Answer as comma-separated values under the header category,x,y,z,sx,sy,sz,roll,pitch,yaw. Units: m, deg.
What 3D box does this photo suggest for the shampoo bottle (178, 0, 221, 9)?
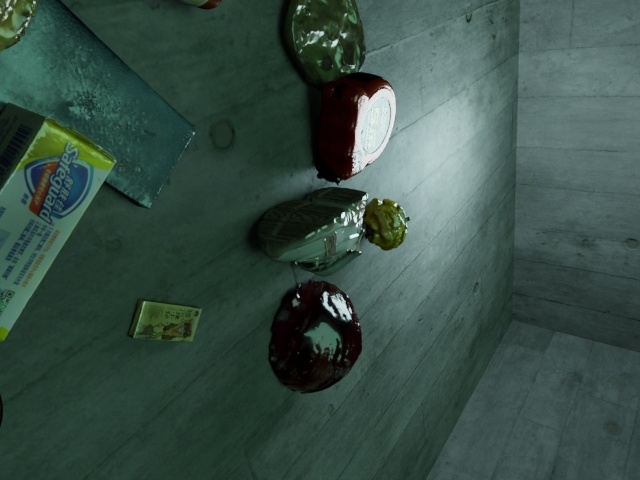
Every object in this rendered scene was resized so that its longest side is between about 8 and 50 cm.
category,x,y,z,sx,sy,sz,roll,pitch,yaw
shampoo bottle,-0.275,-0.442,0.716,0.278,0.104,0.104,-11,108,-52

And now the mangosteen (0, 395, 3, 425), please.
category,x,y,z,sx,sy,sz,roll,pitch,yaw
mangosteen,-0.482,0.231,0.589,0.152,0.152,0.152,-19,114,-50

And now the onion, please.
category,x,y,z,sx,sy,sz,roll,pitch,yaw
onion,0.000,0.268,1.251,0.280,0.146,0.314,35,75,-47

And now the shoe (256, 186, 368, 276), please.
category,x,y,z,sx,sy,sz,roll,pitch,yaw
shoe,0.002,0.001,1.154,0.351,0.172,0.198,-29,124,-44

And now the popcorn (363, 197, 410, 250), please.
category,x,y,z,sx,sy,sz,roll,pitch,yaw
popcorn,0.195,-0.052,1.432,0.148,0.152,0.167,69,8,-85

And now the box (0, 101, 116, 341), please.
category,x,y,z,sx,sy,sz,roll,pitch,yaw
box,-0.394,-0.032,0.588,0.097,0.168,0.265,37,78,-48

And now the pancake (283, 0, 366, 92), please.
category,x,y,z,sx,sy,sz,roll,pitch,yaw
pancake,0.017,-0.502,1.140,0.294,0.049,0.294,-17,112,-49

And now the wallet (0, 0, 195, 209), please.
category,x,y,z,sx,sy,sz,roll,pitch,yaw
wallet,-0.362,-0.216,0.712,0.379,0.046,0.191,44,65,-50

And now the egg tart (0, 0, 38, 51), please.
category,x,y,z,sx,sy,sz,roll,pitch,yaw
egg tart,-0.446,-0.312,0.477,0.290,0.115,0.290,-7,102,-39

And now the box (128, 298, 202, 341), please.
category,x,y,z,sx,sy,sz,roll,pitch,yaw
box,-0.299,0.159,0.920,0.149,0.020,0.073,20,83,-54

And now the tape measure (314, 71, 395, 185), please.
category,x,y,z,sx,sy,sz,roll,pitch,yaw
tape measure,0.092,-0.299,1.211,0.260,0.114,0.253,-34,139,-45
